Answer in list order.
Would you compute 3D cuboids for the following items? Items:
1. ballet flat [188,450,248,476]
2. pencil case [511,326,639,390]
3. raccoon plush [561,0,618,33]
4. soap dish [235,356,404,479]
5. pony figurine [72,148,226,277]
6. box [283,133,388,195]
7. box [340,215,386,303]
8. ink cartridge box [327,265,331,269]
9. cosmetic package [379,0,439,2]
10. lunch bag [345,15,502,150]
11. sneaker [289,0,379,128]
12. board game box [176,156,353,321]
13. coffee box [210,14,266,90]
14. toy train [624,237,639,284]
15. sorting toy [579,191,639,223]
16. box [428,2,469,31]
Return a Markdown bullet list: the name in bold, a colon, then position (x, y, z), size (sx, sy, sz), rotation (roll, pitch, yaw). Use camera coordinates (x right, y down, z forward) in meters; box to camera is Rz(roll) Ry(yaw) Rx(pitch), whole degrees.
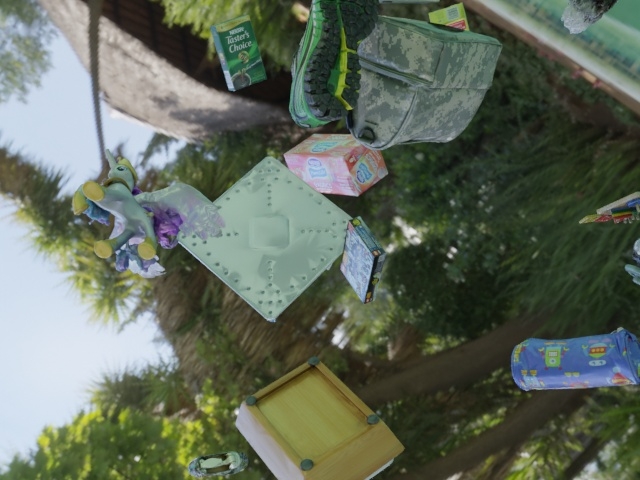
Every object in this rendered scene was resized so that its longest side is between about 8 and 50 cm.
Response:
- **ballet flat**: position (-0.169, 0.383, 1.276), size (0.114, 0.041, 0.041), rotation (1, -145, -35)
- **pencil case**: position (0.613, 0.285, 1.770), size (0.119, 0.306, 0.133), rotation (25, -119, -47)
- **raccoon plush**: position (0.816, -0.602, 1.718), size (0.216, 0.446, 0.299), rotation (17, -148, -29)
- **soap dish**: position (-0.011, 0.374, 1.478), size (0.229, 0.118, 0.291), rotation (-28, -142, -22)
- **pony figurine**: position (-0.454, -0.056, 1.853), size (0.351, 0.303, 0.363), rotation (51, -168, -17)
- **box**: position (0.045, -0.244, 2.363), size (0.300, 0.154, 0.142), rotation (11, 130, 50)
- **box**: position (0.074, 0.037, 1.328), size (0.027, 0.137, 0.094), rotation (-18, -128, -21)
- **ink cartridge box**: position (0.000, 0.000, 2.287), size (0.181, 0.104, 0.061), rotation (40, 154, -24)
- **cosmetic package**: position (0.155, -0.579, 1.563), size (0.184, 0.151, 0.151), rotation (0, -163, 2)
- **lunch bag**: position (0.204, -0.320, 1.552), size (0.213, 0.256, 0.305), rotation (27, -155, 34)
- **sneaker**: position (0.005, -0.370, 1.384), size (0.134, 0.343, 0.146), rotation (24, 160, -27)
- **board game box**: position (-0.144, -0.011, 2.141), size (0.390, 0.390, 0.050), rotation (39, 159, 20)
- **coffee box**: position (-0.226, -0.519, 2.055), size (0.113, 0.184, 0.040), rotation (-26, -156, -27)
- **toy train**: position (0.803, 0.088, 1.610), size (0.334, 0.142, 0.190), rotation (31, -178, -40)
- **sorting toy**: position (0.857, -0.083, 2.061), size (0.132, 0.274, 0.046), rotation (1, -111, -36)
- **box**: position (0.335, -0.471, 1.828), size (0.232, 0.087, 0.058), rotation (57, -156, -53)
